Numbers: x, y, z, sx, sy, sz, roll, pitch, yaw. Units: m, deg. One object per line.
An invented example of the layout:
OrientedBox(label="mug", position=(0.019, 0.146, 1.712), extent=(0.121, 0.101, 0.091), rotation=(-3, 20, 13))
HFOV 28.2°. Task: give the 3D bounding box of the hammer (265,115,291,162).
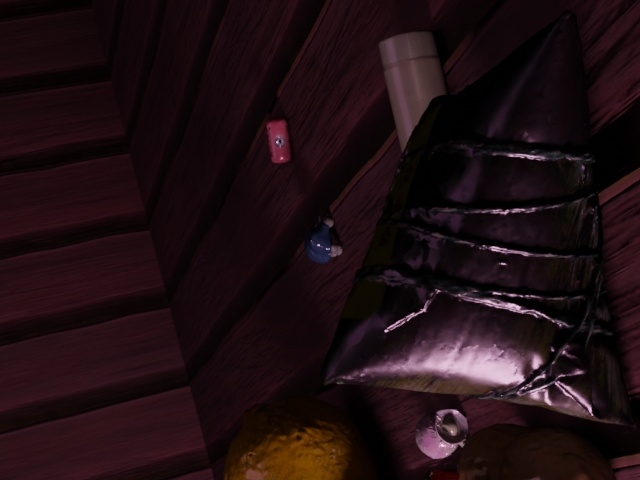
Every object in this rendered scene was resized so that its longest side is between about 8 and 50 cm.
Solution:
OrientedBox(label="hammer", position=(-0.074, -0.177, 2.236), extent=(0.043, 0.043, 0.083), rotation=(-146, 47, -67))

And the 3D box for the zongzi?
OrientedBox(label="zongzi", position=(0.178, -0.035, 1.221), extent=(0.362, 0.319, 0.383), rotation=(119, 154, -68))

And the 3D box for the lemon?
OrientedBox(label="lemon", position=(-0.024, 0.412, 2.132), extent=(0.322, 0.268, 0.268), rotation=(62, 161, 7))

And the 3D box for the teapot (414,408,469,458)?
OrientedBox(label="teapot", position=(0.174, 0.266, 1.731), extent=(0.083, 0.064, 0.064), rotation=(43, 150, 2))

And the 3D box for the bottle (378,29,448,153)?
OrientedBox(label="bottle", position=(0.125, -0.151, 1.548), extent=(0.072, 0.072, 0.201), rotation=(167, 91, -73))

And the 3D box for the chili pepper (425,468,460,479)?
OrientedBox(label="chili pepper", position=(0.189, 0.346, 1.737), extent=(0.191, 0.050, 0.059), rotation=(-173, 88, -65))

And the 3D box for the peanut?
OrientedBox(label="peanut", position=(0.239, 0.270, 1.410), extent=(0.274, 0.111, 0.125), rotation=(167, 86, -74))

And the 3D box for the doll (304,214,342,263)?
OrientedBox(label="doll", position=(0.000, 0.000, 2.114), extent=(0.083, 0.050, 0.076), rotation=(121, 139, -69))
